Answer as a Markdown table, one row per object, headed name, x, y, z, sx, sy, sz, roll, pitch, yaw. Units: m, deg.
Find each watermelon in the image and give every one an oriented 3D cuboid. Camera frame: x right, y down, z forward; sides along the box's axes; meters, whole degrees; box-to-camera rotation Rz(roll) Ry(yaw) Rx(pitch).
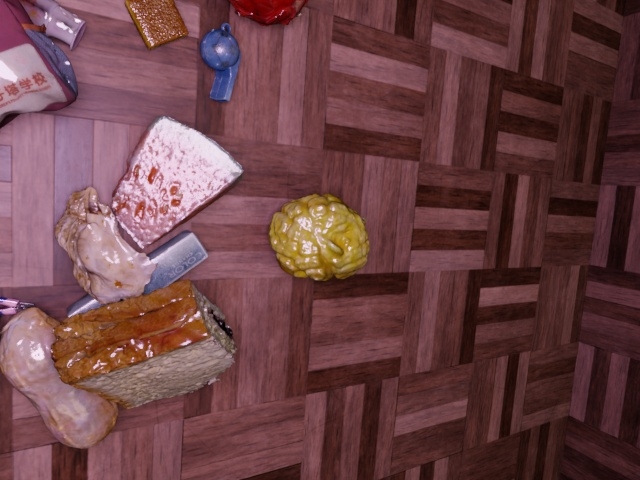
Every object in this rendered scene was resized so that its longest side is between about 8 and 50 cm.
| name | x | y | z | sx | sy | sz | roll | pitch | yaw |
| --- | --- | --- | --- | --- | --- | --- | --- | --- | --- |
| watermelon | -0.307 | -0.107 | 0.913 | 0.193 | 0.140 | 0.256 | 39 | 82 | -9 |

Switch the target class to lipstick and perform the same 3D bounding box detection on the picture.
| name | x | y | z | sx | sy | sz | roll | pitch | yaw |
| --- | --- | --- | --- | --- | --- | --- | --- | --- | --- |
| lipstick | -0.372 | 0.084 | 0.935 | 0.290 | 0.076 | 0.077 | -37 | 113 | -21 |

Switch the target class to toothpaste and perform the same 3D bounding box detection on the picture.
| name | x | y | z | sx | sy | sz | roll | pitch | yaw |
| --- | --- | --- | --- | --- | --- | --- | --- | --- | --- |
| toothpaste | -0.571 | -0.440 | 0.749 | 0.323 | 0.066 | 0.100 | 28 | 84 | -26 |

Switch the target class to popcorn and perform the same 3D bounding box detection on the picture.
| name | x | y | z | sx | sy | sz | roll | pitch | yaw |
| --- | --- | --- | --- | --- | --- | --- | --- | --- | --- |
| popcorn | 0.000 | 0.000 | 1.088 | 0.237 | 0.251 | 0.205 | -12 | 79 | 5 |

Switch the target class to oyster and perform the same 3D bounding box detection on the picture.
| name | x | y | z | sx | sy | sz | roll | pitch | yaw |
| --- | --- | --- | --- | --- | --- | --- | --- | --- | --- |
| oyster | -0.425 | 0.018 | 0.850 | 0.107 | 0.161 | 0.232 | -31 | 80 | 15 |

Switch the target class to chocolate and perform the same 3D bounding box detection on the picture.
| name | x | y | z | sx | sy | sz | roll | pitch | yaw |
| --- | --- | --- | --- | --- | --- | --- | --- | --- | --- |
| chocolate | -0.500 | 0.272 | 0.857 | 0.134 | 0.134 | 0.309 | -28 | 111 | -24 |

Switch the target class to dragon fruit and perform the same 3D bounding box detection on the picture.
| name | x | y | z | sx | sy | sz | roll | pitch | yaw |
| --- | --- | --- | --- | --- | --- | --- | --- | --- | --- |
| dragon fruit | -0.111 | -0.541 | 0.945 | 0.210 | 0.172 | 0.172 | -12 | 103 | -38 |

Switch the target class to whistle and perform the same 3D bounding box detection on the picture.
| name | x | y | z | sx | sy | sz | roll | pitch | yaw |
| --- | --- | --- | --- | --- | --- | --- | --- | --- | --- |
| whistle | -0.219 | -0.386 | 0.953 | 0.090 | 0.090 | 0.157 | 15 | 90 | -32 |

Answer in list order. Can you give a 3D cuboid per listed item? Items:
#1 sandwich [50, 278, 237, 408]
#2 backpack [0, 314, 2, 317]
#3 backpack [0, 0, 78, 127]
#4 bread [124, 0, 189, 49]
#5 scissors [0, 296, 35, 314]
| name | x | y | z | sx | sy | sz | roll | pitch | yaw |
| --- | --- | --- | --- | --- | --- | --- | --- | --- | --- |
| sandwich | -0.309 | 0.216 | 0.884 | 0.262 | 0.131 | 0.325 | -19 | 151 | -5 |
| backpack | -0.715 | 0.166 | 0.671 | 0.378 | 0.201 | 0.353 | 22 | 87 | -34 |
| backpack | -0.579 | -0.309 | 0.677 | 0.283 | 0.197 | 0.317 | -35 | 124 | -20 |
| bread | -0.331 | -0.448 | 0.904 | 0.090 | 0.035 | 0.094 | -33 | 113 | -22 |
| scissors | -0.602 | 0.124 | 0.841 | 0.113 | 0.012 | 0.039 | 10 | 92 | -32 |
